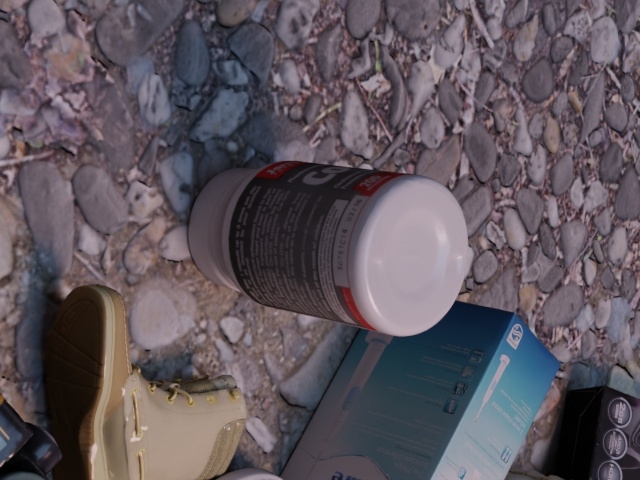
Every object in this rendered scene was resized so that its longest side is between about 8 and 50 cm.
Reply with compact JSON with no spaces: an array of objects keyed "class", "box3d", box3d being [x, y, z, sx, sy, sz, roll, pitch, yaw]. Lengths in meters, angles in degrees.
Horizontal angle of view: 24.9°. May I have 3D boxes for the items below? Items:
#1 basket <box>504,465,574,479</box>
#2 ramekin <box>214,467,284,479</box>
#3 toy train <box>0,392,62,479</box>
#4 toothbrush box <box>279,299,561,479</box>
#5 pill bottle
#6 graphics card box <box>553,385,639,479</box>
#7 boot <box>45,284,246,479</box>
[{"class":"basket","box3d":[0.238,0.471,1.795,0.266,0.328,0.331,-53,128,-27]},{"class":"ramekin","box3d":[-0.075,0.365,1.592,0.207,0.109,0.207,-27,130,-37]},{"class":"toy train","box3d":[-0.386,0.260,1.299,0.334,0.142,0.190,-45,113,-27]},{"class":"toothbrush box","box3d":[0.114,0.220,1.707,0.126,0.216,0.295,46,65,-38]},{"class":"pill bottle","box3d":[0.000,0.000,1.512,0.161,0.283,0.161,-9,103,-42]},{"class":"graphics card box","box3d":[0.505,0.373,2.095,0.371,0.094,0.232,22,70,-23]},{"class":"boot","box3d":[-0.173,0.154,1.498,0.203,0.095,0.262,-14,113,-40]}]
